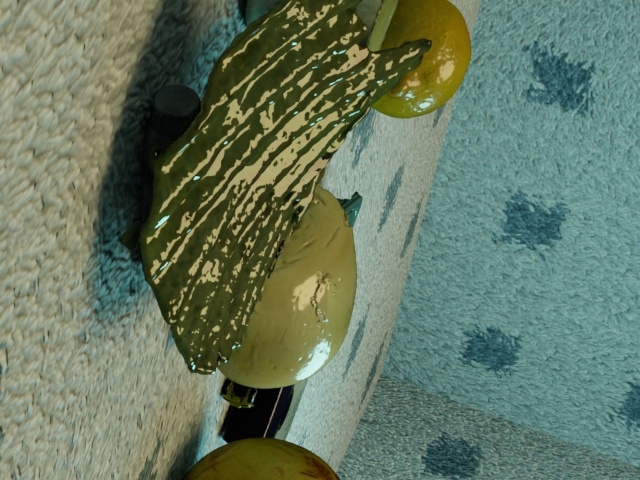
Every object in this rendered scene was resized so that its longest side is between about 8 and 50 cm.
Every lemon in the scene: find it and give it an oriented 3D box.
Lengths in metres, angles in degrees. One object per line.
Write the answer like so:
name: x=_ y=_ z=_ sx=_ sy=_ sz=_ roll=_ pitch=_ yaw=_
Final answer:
lemon: x=0.132 y=-0.280 z=2.156 sx=0.244 sy=0.186 sz=0.187 roll=-63 pitch=169 yaw=-51

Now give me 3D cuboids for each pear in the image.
pear: x=-0.086 y=0.403 z=2.012 sx=0.281 sy=0.280 sz=0.281 roll=19 pitch=90 yaw=-81

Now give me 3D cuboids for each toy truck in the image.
toy truck: x=-0.111 y=0.205 z=2.128 sx=0.054 sy=0.049 sz=0.083 roll=68 pitch=41 yaw=-79

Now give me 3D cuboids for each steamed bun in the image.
steamed bun: x=-0.036 y=0.060 z=1.895 sx=0.273 sy=0.166 sz=0.232 roll=-60 pitch=168 yaw=-51

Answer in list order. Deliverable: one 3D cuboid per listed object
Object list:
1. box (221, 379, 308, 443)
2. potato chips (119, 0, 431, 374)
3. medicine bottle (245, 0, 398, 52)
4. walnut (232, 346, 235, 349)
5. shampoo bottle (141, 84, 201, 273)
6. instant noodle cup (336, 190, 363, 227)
box: x=-0.085 y=0.261 z=2.330 sx=0.259 sy=0.071 sz=0.168 roll=66 pitch=44 yaw=-79
potato chips: x=-0.043 y=-0.057 z=1.403 sx=0.389 sy=0.097 sz=0.373 roll=-60 pitch=161 yaw=5
medicine bottle: x=0.006 y=-0.265 z=1.535 sx=0.147 sy=0.143 sz=0.147 roll=23 pitch=90 yaw=-84
walnut: x=-0.127 y=0.096 z=1.707 sx=0.092 sy=0.092 sz=0.092 roll=19 pitch=90 yaw=-81
shampoo bottle: x=-0.140 y=-0.052 z=1.394 sx=0.087 sy=0.049 sz=0.234 roll=-55 pitch=164 yaw=-36
instant noodle cup: x=0.000 y=0.000 z=2.306 sx=0.179 sy=0.070 sz=0.157 roll=-44 pitch=153 yaw=-72
